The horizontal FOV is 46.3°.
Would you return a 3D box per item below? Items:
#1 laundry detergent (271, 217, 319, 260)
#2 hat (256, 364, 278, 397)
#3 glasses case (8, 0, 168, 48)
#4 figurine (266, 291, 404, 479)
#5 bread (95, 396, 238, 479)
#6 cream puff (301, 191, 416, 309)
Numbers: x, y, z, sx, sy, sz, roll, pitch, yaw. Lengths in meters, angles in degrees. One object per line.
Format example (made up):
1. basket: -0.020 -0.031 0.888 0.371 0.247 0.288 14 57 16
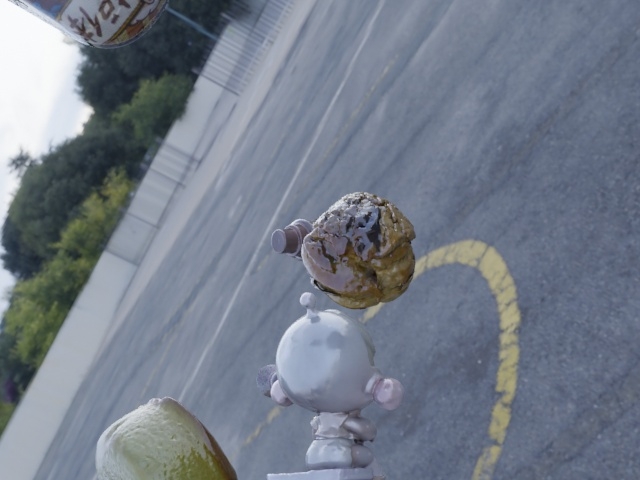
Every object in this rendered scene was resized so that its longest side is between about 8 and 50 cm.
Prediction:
1. laundry detergent: 0.000 0.000 1.279 0.171 0.237 0.076 -9 87 51
2. hat: -0.077 0.247 1.302 0.042 0.087 0.058 0 -96 -69
3. glasses case: -0.274 -0.282 0.636 0.122 0.321 0.082 -59 3 -9
4. figurine: 0.002 0.196 0.929 0.182 0.145 0.256 150 118 -61
5. bread: -0.220 0.360 1.104 0.148 0.270 0.270 -29 -11 -37
6. cream puff: 0.043 0.006 0.806 0.104 0.119 0.133 65 -143 -59
